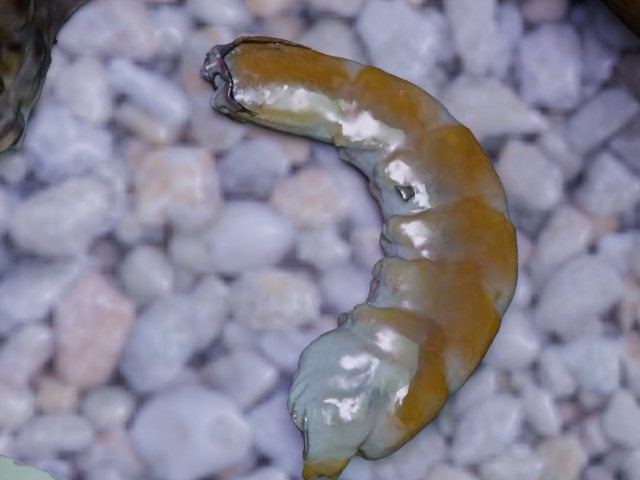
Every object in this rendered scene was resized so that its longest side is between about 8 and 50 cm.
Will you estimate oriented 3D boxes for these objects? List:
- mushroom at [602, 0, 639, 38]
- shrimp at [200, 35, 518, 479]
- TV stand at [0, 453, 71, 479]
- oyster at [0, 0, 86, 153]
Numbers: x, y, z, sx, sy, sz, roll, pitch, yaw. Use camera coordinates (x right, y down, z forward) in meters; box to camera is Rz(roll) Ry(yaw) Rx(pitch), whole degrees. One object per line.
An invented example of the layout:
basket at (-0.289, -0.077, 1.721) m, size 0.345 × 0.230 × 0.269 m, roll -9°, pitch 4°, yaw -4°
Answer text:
mushroom at (0.274, -0.182, 0.747) m, size 0.331 × 0.334 × 0.356 m, roll 37°, pitch 90°, yaw -1°
shrimp at (0.000, 0.000, 0.782) m, size 0.166 × 0.049 × 0.161 m, roll 39°, pitch 73°, yaw -9°
TV stand at (-0.147, 0.210, 0.699) m, size 0.088 × 0.083 × 0.269 m, roll 23°, pitch 80°, yaw -12°
oyster at (-0.188, -0.147, 0.710) m, size 0.271 × 0.100 × 0.275 m, roll 47°, pitch 69°, yaw -24°
